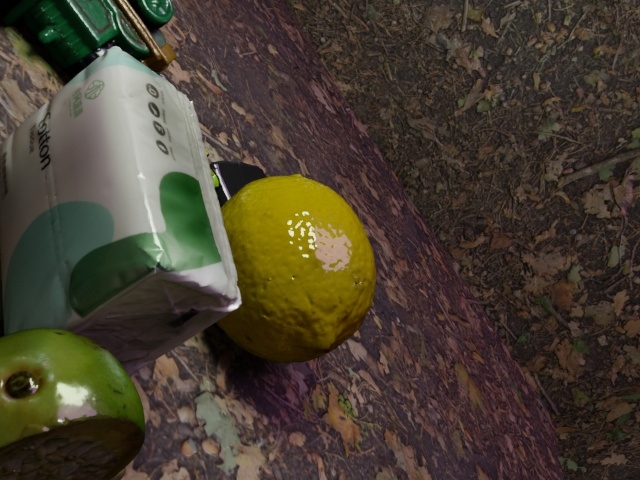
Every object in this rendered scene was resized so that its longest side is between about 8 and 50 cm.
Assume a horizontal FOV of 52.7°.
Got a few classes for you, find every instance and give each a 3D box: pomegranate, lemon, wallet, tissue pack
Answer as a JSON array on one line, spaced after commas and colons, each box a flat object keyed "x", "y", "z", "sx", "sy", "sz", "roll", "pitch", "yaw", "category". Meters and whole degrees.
[{"x": -0.275, "y": 0.180, "z": 0.679, "sx": 0.241, "sy": 0.190, "sz": 0.159, "roll": 27, "pitch": 23, "yaw": -51, "category": "pomegranate"}, {"x": -0.059, "y": 0.050, "z": 1.155, "sx": 0.336, "sy": 0.336, "sz": 0.336, "roll": 46, "pitch": 25, "yaw": -28, "category": "lemon"}, {"x": -0.109, "y": 0.016, "z": 1.417, "sx": 0.405, "sy": 0.062, "sz": 0.228, "roll": 64, "pitch": 21, "yaw": 11, "category": "wallet"}, {"x": -0.273, "y": -0.025, "z": 0.843, "sx": 0.194, "sy": 0.266, "sz": 0.356, "roll": 28, "pitch": 36, "yaw": -52, "category": "tissue pack"}]

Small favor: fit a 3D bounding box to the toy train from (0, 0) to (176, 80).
[{"x": -0.433, "y": -0.424, "z": 1.140, "sx": 0.429, "sy": 0.178, "sz": 0.249, "roll": 55, "pitch": 40, "yaw": -24, "category": "toy train"}]

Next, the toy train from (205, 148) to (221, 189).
[{"x": -0.287, "y": -0.113, "z": 1.156, "sx": 0.160, "sy": 0.101, "sz": 0.296, "roll": 54, "pitch": 22, "yaw": -7, "category": "toy train"}]
